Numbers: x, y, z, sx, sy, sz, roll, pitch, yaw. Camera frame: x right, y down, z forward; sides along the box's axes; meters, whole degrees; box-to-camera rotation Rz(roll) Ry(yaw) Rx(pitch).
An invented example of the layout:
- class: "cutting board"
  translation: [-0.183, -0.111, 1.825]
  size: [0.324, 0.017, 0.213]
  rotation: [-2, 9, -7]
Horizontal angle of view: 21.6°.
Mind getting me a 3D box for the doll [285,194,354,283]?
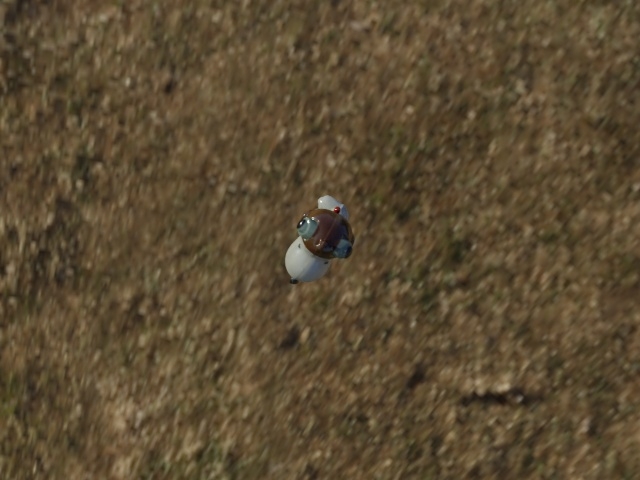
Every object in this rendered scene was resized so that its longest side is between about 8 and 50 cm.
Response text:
- class: "doll"
  translation: [0.004, -0.005, 1.119]
  size: [0.040, 0.058, 0.085]
  rotation: [36, 39, -2]
